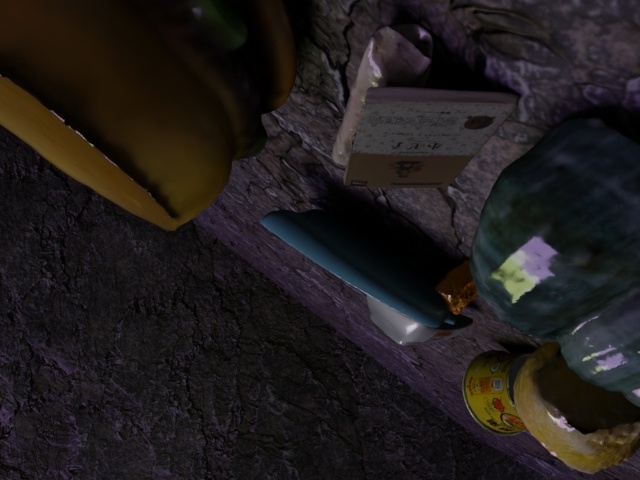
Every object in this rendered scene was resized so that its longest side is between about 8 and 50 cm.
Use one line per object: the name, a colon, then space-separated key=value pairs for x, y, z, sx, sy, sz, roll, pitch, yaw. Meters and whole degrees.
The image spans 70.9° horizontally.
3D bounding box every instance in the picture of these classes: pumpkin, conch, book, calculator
pumpkin: x=0.235 y=0.075 z=0.758 sx=0.054 sy=0.083 sz=0.074 roll=47 pitch=174 yaw=41
conch: x=0.254 y=0.034 z=0.418 sx=0.277 sy=0.196 sz=0.220 roll=67 pitch=158 yaw=7
book: x=0.102 y=-0.100 z=0.484 sx=0.139 sy=0.016 sz=0.198 roll=1 pitch=165 yaw=-2
calculator: x=0.087 y=0.042 z=0.856 sx=0.387 sy=0.054 sz=0.256 roll=35 pitch=-164 yaw=16

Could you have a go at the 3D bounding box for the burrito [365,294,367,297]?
burrito: x=0.148 y=0.108 z=1.118 sx=0.058 sy=0.063 sz=0.229 roll=64 pitch=170 yaw=7

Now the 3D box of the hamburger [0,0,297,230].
hamburger: x=-0.209 y=-0.214 z=0.474 sx=0.396 sy=0.277 sz=0.395 roll=30 pitch=165 yaw=9

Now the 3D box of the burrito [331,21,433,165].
burrito: x=0.064 y=-0.140 z=0.490 sx=0.087 sy=0.060 sz=0.226 roll=7 pitch=163 yaw=-2

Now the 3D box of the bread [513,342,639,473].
bread: x=0.406 y=0.242 z=0.690 sx=0.197 sy=0.197 sz=0.170 roll=29 pitch=157 yaw=29

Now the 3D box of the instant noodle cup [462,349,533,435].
instant noodle cup: x=0.412 y=0.310 z=0.931 sx=0.182 sy=0.182 sz=0.144 roll=36 pitch=157 yaw=4

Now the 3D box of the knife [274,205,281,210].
knife: x=0.001 y=0.001 z=1.188 sx=0.331 sy=0.044 sz=0.080 roll=36 pitch=175 yaw=30

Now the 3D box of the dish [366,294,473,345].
dish: x=0.188 y=0.152 z=0.899 sx=0.213 sy=0.077 sz=0.151 roll=9 pitch=-157 yaw=-46
